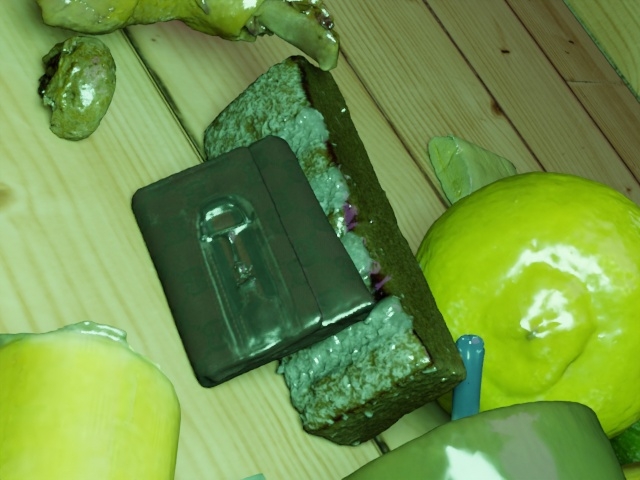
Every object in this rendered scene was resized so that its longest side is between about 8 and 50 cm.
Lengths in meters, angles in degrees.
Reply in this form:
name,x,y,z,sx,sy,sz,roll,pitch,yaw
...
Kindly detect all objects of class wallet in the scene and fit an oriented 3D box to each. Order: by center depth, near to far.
name,x,y,z,sx,sy,sz,roll,pitch,yaw
wallet,-0.072,0.011,1.025,0.049,0.181,0.229,75,-10,-62

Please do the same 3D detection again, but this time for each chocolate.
name,x,y,z,sx,sy,sz,roll,pitch,yaw
chocolate,-0.176,0.269,0.623,0.162,0.162,0.446,30,39,-30

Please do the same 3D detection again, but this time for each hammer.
name,x,y,z,sx,sy,sz,roll,pitch,yaw
hammer,0.152,0.186,1.080,0.116,0.194,0.069,-1,17,-4

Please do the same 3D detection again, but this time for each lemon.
name,x,y,z,sx,sy,sz,roll,pitch,yaw
lemon,0.259,0.079,1.219,0.348,0.348,0.348,34,33,-26

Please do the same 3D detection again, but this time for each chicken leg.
name,x,y,z,sx,sy,sz,roll,pitch,yaw
chicken leg,-0.171,-0.275,1.125,0.409,0.182,0.295,31,35,7

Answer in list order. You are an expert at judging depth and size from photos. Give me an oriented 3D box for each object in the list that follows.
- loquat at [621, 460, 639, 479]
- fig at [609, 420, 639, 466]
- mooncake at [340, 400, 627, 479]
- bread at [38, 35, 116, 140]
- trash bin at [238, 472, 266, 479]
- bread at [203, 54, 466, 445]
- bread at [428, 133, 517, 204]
name,x,y,z,sx,sy,sz,roll,pitch,yaw
loquat,0.396,0.372,1.052,0.328,0.359,0.329,-19,90,-86
fig,0.425,0.238,1.465,0.235,0.203,0.203,11,28,13
mooncake,0.136,0.262,0.890,0.284,0.284,0.156,11,46,-48
bread,-0.246,-0.162,1.059,0.060,0.082,0.113,22,36,-35
trash bin,-0.064,0.264,0.840,0.116,0.059,0.130,-5,61,-53
bread,0.000,0.000,1.122,0.113,0.165,0.417,19,41,-50
bread,0.260,-0.093,1.675,0.178,0.060,0.140,16,44,-44
